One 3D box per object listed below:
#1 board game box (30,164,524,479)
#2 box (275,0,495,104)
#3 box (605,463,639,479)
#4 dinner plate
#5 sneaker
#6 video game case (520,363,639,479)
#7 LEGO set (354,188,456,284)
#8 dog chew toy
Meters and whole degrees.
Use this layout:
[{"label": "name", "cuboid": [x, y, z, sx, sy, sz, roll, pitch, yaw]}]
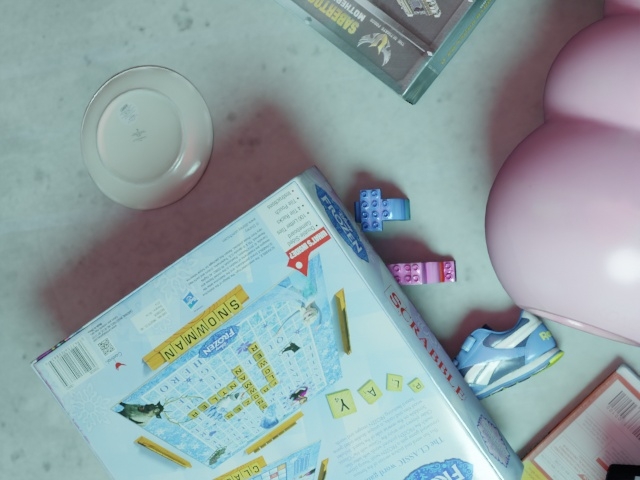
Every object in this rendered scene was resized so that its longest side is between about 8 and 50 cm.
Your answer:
[{"label": "board game box", "cuboid": [-0.043, 0.152, 1.039, 0.319, 0.066, 0.318, -33, 92, 22]}, {"label": "box", "cuboid": [0.047, -0.263, 1.077, 0.231, 0.056, 0.183, 39, 100, 13]}, {"label": "box", "cuboid": [0.261, 0.269, 0.930, 0.093, 0.156, 0.158, 4, 91, 17]}, {"label": "dinner plate", "cuboid": [-0.173, -0.101, 1.160, 0.141, 0.017, 0.141, -1, 87, 16]}, {"label": "sneaker", "cuboid": [0.139, 0.110, 1.050, 0.144, 0.053, 0.059, -26, 80, 7]}, {"label": "video game case", "cuboid": [0.234, 0.277, 1.032, 0.285, 0.025, 0.204, -46, 78, 10]}, {"label": "LEGO set", "cuboid": [0.000, 0.000, 1.068, 0.227, 0.093, 0.087, -3, 88, 16]}, {"label": "dog chew toy", "cuboid": [0.259, -0.087, 0.949, 0.207, 0.206, 0.331, 17, 86, 16]}]
